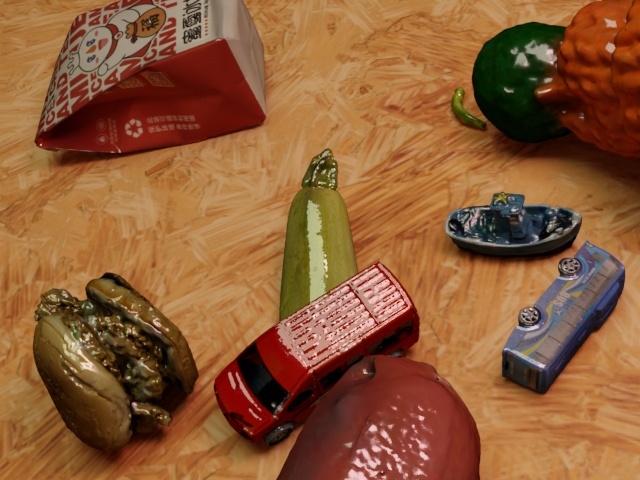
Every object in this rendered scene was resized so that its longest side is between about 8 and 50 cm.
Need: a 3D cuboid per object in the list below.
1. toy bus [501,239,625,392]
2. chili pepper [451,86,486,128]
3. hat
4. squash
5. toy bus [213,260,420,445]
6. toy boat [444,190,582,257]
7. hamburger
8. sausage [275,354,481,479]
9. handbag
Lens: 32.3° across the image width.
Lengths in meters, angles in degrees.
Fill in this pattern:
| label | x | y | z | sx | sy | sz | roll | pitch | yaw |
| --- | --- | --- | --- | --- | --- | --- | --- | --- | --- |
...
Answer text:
| label | x | y | z | sx | sy | sz | roll | pitch | yaw |
| --- | --- | --- | --- | --- | --- | --- | --- | --- | --- |
| toy bus | 0.220 | 0.069 | 1.005 | 0.061 | 0.051 | 0.153 | 31 | 60 | 27 |
| chili pepper | 0.169 | -0.154 | 1.290 | 0.030 | 0.017 | 0.083 | -16 | 40 | 2 |
| hat | 0.355 | -0.154 | 1.109 | 0.285 | 0.285 | 0.400 | -43 | 19 | -24 |
| squash | 0.002 | 0.002 | 1.145 | 0.090 | 0.075 | 0.200 | -15 | 60 | 33 |
| toy bus | -0.005 | 0.103 | 1.004 | 0.195 | 0.089 | 0.081 | -31 | 67 | -13 |
| toy boat | 0.191 | -0.017 | 1.099 | 0.137 | 0.061 | 0.060 | 5 | 47 | 25 |
| hamburger | -0.209 | 0.107 | 1.047 | 0.131 | 0.159 | 0.185 | -39 | 64 | -17 |
| sausage | 0.033 | 0.211 | 0.847 | 0.152 | 0.152 | 0.280 | 6 | 45 | 27 |
| handbag | -0.227 | -0.211 | 1.408 | 0.298 | 0.151 | 0.171 | -15 | 46 | 11 |
